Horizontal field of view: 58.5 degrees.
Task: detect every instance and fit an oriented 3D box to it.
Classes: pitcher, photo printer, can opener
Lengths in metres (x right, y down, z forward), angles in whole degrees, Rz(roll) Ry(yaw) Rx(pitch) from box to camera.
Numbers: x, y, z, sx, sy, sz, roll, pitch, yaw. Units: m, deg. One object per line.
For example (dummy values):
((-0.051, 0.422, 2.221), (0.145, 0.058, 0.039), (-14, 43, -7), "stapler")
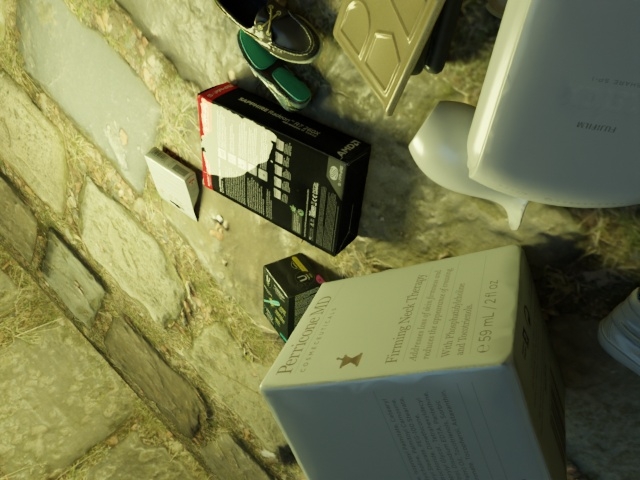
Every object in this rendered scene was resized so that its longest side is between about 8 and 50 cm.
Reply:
((0.255, -0.140, 0.855), (0.207, 0.125, 0.178), (34, 117, 3), "pitcher")
((0.326, -0.176, 0.692), (0.256, 0.107, 0.307), (9, 130, 2), "photo printer")
((0.161, -0.379, 0.799), (0.283, 0.076, 0.095), (99, 152, -43), "can opener")

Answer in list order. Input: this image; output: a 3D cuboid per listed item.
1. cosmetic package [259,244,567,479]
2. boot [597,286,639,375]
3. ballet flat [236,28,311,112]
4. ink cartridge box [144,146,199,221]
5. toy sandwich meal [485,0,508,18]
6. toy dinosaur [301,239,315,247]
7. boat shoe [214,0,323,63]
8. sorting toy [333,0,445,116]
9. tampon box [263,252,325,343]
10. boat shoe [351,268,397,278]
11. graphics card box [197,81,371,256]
((0.180, 0.253, 0.973), (0.394, 0.329, 0.327), (-13, 112, 27), "cosmetic package")
((0.546, 0.175, 0.830), (0.258, 0.095, 0.123), (34, 144, 20), "boot")
((-0.095, -0.314, 1.073), (0.188, 0.070, 0.070), (52, 140, 3), "ballet flat")
((-0.373, -0.143, 1.486), (0.145, 0.045, 0.179), (33, 155, 19), "ink cartridge box")
((0.258, -0.337, 0.759), (0.085, 0.029, 0.085), (21, 127, 30), "toy sandwich meal")
((0.000, 0.000, 1.257), (0.082, 0.047, 0.090), (34, 171, 6), "toy dinosaur")
((-0.098, -0.383, 0.995), (0.228, 0.069, 0.081), (36, 103, 16), "boat shoe")
((0.110, -0.360, 0.793), (0.229, 0.041, 0.307), (66, 151, 30), "sorting toy")
((-0.062, 0.134, 1.326), (0.120, 0.101, 0.161), (47, 146, 39), "tampon box")
((0.084, 0.138, 1.230), (0.267, 0.088, 0.096), (-21, 105, 48), "boat shoe")
((-0.084, -0.149, 1.162), (0.371, 0.094, 0.233), (29, 135, 25), "graphics card box")
